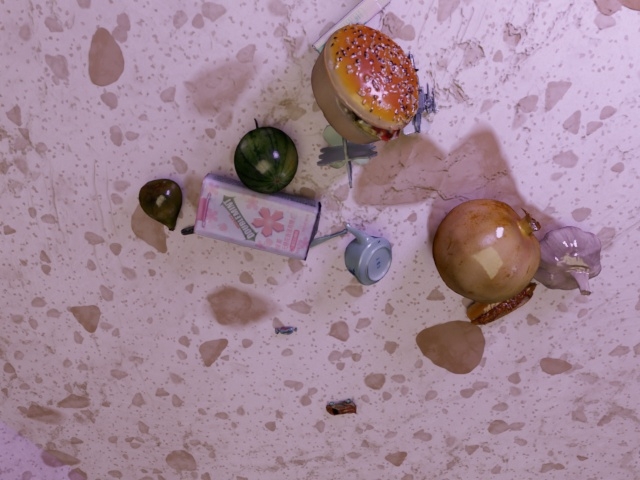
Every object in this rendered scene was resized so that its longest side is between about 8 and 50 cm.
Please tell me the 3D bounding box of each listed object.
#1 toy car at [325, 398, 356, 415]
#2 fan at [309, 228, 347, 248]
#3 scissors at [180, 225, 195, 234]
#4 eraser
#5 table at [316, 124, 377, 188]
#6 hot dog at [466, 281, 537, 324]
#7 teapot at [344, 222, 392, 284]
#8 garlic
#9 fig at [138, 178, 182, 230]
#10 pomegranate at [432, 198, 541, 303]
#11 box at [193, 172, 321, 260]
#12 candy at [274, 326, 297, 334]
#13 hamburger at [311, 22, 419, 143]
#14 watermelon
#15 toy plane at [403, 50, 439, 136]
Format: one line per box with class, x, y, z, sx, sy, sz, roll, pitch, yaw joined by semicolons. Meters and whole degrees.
toy car;0.080;0.657;1.784;0.121;0.035;0.059;-13;117;8
fan;0.000;0.000;1.502;0.192;0.016;0.038;-18;114;13
scissors;-0.311;-0.062;1.492;0.317;0.024;0.160;-12;114;9
eraser;0.081;-0.568;1.192;0.225;0.096;0.052;-35;107;18
table;0.076;-0.247;1.282;0.166;0.198;0.167;1;115;3
hot dog;0.602;0.205;1.516;0.249;0.076;0.102;-38;103;20
teapot;0.137;0.053;1.459;0.158;0.159;0.232;-7;124;8
garlic;0.759;0.079;1.375;0.218;0.212;0.219;1;120;1
fig;-0.492;-0.099;1.437;0.132;0.127;0.185;-12;110;-5
pomegranate;0.487;0.023;1.329;0.318;0.319;0.320;2;115;4
box;-0.188;-0.071;1.411;0.369;0.112;0.191;15;113;-8
candy;-0.125;0.330;1.658;0.083;0.020;0.030;-2;114;3
hamburger;0.122;-0.388;1.133;0.300;0.300;0.176;47;141;-16
watermelon;-0.160;-0.238;1.320;0.187;0.215;0.188;-16;139;-14
toy plane;0.264;-0.399;1.266;0.159;0.082;0.234;-13;117;-19
